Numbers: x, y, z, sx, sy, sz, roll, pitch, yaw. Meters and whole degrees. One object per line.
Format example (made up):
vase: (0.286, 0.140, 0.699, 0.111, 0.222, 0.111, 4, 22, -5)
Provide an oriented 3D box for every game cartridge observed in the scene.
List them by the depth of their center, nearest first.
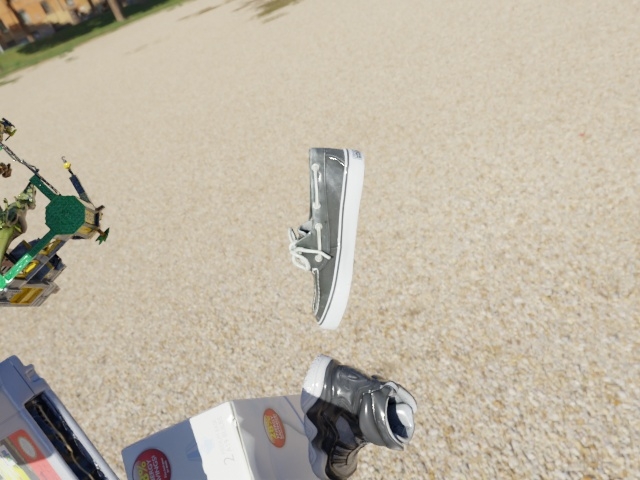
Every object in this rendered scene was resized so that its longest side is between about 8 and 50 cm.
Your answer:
game cartridge: (-0.359, 0.303, 0.719, 0.196, 0.294, 0.060, -32, 5, 34)

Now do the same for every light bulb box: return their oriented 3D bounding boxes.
light bulb box: (-0.102, 0.472, 0.970, 0.225, 0.361, 0.358, -28, 69, 15)

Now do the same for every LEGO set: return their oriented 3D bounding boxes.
LEGO set: (-0.503, -0.044, 0.910, 0.255, 0.331, 0.192, -56, -3, -6)

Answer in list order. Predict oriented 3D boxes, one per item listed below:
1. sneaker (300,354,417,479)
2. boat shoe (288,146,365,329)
sneaker: (0.063, 0.288, 0.832, 0.153, 0.269, 0.101, 7, 39, 22)
boat shoe: (0.001, 0.001, 0.916, 0.105, 0.306, 0.113, 4, 21, -9)
